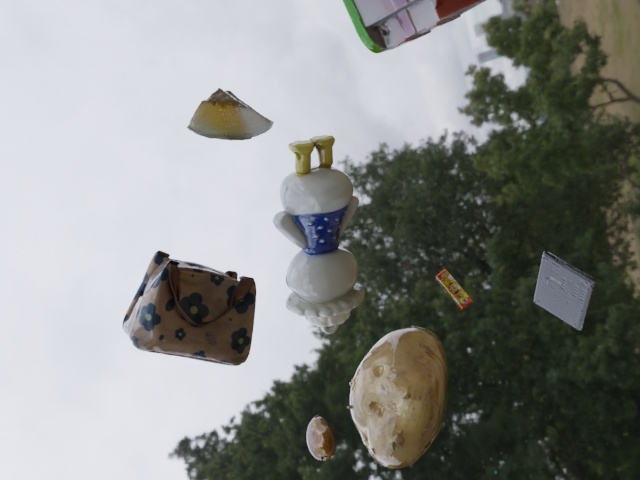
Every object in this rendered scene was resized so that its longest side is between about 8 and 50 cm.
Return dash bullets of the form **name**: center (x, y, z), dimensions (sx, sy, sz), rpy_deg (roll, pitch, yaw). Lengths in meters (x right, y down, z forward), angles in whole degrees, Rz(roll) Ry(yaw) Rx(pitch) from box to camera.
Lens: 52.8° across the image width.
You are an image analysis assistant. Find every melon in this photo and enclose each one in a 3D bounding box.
- **melon**: center (-0.213, -0.313, 1.526), dimensions (0.093, 0.203, 0.139), rpy_deg (103, 164, -49)

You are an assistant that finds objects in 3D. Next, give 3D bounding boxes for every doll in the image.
- **doll**: center (0.000, 0.000, 0.918), dimensions (0.138, 0.119, 0.293), rpy_deg (-20, -66, -33)

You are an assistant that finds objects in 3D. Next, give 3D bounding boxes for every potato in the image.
- **potato**: center (0.108, 0.198, 0.870), dimensions (0.161, 0.128, 0.234), rpy_deg (82, -157, -43)

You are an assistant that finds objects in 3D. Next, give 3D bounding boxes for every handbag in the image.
- **handbag**: center (-0.264, 0.140, 1.350), dimensions (0.252, 0.190, 0.193), rpy_deg (16, -87, -28)

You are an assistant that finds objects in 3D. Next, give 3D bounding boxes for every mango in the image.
- **mango**: center (0.003, 0.482, 1.573), dimensions (0.063, 0.077, 0.127), rpy_deg (24, -162, -24)

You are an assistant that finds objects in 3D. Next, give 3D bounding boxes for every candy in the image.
- **candy**: center (0.383, 0.142, 1.850), dimensions (0.122, 0.038, 0.062), rpy_deg (52, 180, 16)

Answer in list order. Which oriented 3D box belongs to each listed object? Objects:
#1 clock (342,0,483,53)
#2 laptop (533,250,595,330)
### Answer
- **clock**: center (0.152, -0.363, 0.638), dimensions (0.166, 0.310, 0.235), rpy_deg (-37, -75, -51)
- **laptop**: center (0.546, 0.116, 1.455), dimensions (0.016, 0.129, 0.180), rpy_deg (-35, -40, -23)
